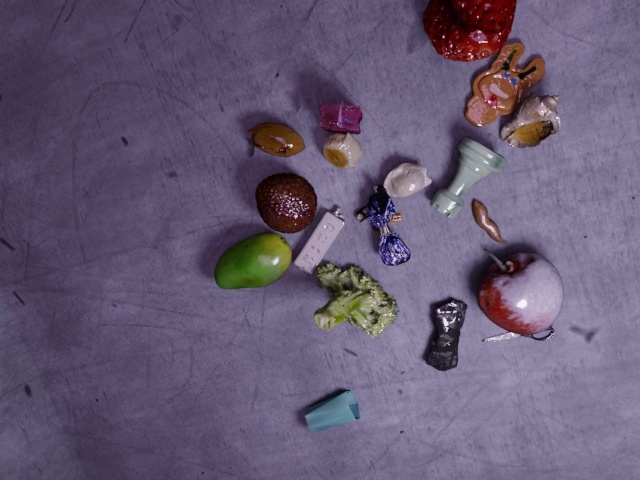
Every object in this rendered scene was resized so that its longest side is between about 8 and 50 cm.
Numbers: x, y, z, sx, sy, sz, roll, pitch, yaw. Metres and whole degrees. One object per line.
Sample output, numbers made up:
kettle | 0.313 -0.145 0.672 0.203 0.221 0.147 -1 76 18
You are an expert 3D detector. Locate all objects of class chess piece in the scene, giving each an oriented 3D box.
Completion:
chess piece | 0.566 -0.239 1.587 0.195 0.194 0.299 31 112 0

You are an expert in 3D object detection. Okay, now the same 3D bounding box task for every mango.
mango | -0.296 0.105 1.746 0.382 0.201 0.225 -26 107 14

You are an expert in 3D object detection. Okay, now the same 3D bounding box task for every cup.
cup | 0.051 0.806 1.887 0.236 0.148 0.134 -23 124 15

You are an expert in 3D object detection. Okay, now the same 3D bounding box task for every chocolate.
chocolate | 0.263 -0.064 1.659 0.126 0.148 0.343 -29 108 -27

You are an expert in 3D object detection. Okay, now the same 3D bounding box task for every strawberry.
strawberry | 0.528 -0.740 1.400 0.318 0.345 0.295 17 145 -14

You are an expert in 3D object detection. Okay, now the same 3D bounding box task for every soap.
soap | 0.077 -0.476 1.555 0.162 0.250 0.099 8 101 7

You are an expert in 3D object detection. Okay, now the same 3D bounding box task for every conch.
conch | 0.803 -0.451 1.525 0.245 0.163 0.178 -40 77 42

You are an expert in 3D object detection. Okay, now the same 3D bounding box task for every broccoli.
broccoli | 0.146 0.275 1.632 0.353 0.397 0.274 3 103 -1

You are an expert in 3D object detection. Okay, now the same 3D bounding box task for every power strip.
power strip | 0.000 0.000 1.759 0.098 0.058 0.338 33 103 0

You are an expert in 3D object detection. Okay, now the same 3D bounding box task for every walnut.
walnut | -0.181 -0.420 1.664 0.245 0.137 0.137 20 103 -1

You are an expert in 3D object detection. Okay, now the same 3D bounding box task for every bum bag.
bum bag | 0.552 0.420 1.760 0.144 0.095 0.340 4 104 -9

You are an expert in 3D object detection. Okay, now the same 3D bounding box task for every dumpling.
dumpling | 0.349 -0.249 1.636 0.199 0.118 0.136 -11 103 4

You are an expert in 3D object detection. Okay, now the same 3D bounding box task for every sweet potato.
sweet potato | 0.691 -0.068 1.663 0.065 0.051 0.218 -33 95 10

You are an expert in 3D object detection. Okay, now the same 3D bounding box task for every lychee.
lychee | -0.140 -0.157 1.656 0.261 0.260 0.260 1 102 7

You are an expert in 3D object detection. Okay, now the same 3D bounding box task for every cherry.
cherry | 0.808 0.211 1.602 0.335 0.291 0.326 28 94 -18

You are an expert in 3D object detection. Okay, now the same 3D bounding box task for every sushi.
sushi | 0.189 -0.119 1.728 0.083 0.044 0.046 -39 73 11

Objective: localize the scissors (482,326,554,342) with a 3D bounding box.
scissors | 0.861 0.408 1.755 0.300 0.022 0.109 -15 96 10

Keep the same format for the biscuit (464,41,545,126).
biscuit | 0.703 -0.594 1.558 0.202 0.047 0.334 40 104 -2

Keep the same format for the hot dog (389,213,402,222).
hot dog | 0.311 -0.095 1.720 0.083 0.021 0.037 -8 99 7

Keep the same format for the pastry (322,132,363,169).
pastry | 0.088 -0.363 1.629 0.166 0.166 0.088 29 67 0
